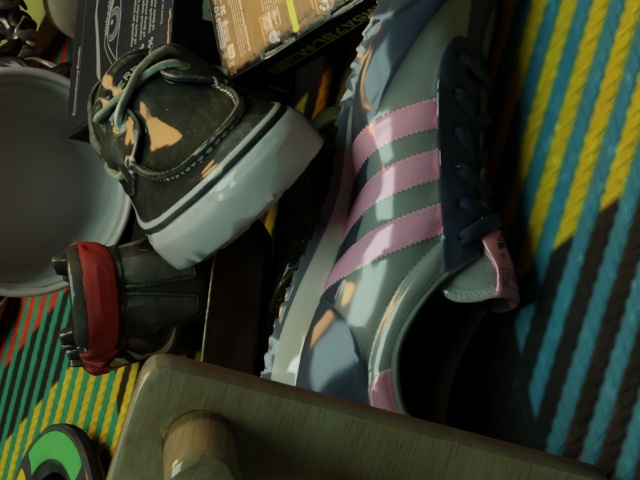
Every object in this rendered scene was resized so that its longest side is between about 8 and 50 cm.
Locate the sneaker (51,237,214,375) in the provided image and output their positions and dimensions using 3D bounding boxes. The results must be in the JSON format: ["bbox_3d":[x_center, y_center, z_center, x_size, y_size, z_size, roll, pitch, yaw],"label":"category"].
[{"bbox_3d":[-0.141,0.052,1.272,0.276,0.135,0.098,133,130,-79],"label":"sneaker"}]

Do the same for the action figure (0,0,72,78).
[{"bbox_3d":[-0.344,-0.202,1.609,0.276,0.141,0.164,50,140,33],"label":"action figure"}]

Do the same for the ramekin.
[{"bbox_3d":[-0.282,-0.053,1.453,0.109,0.207,0.207,-175,95,-69],"label":"ramekin"}]

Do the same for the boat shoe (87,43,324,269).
[{"bbox_3d":[-0.101,-0.066,1.037,0.121,0.119,0.335,-44,15,-11],"label":"boat shoe"}]

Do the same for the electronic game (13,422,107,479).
[{"bbox_3d":[-0.243,0.279,1.424,0.229,0.048,0.229,-29,55,54],"label":"electronic game"}]

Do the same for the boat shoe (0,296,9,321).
[{"bbox_3d":[-0.389,0.054,1.690,0.116,0.123,0.324,15,96,59],"label":"boat shoe"}]

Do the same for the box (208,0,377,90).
[{"bbox_3d":[-0.010,-0.227,1.110,0.184,0.045,0.191,-26,67,36],"label":"box"}]

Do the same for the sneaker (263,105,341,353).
[{"bbox_3d":[0.000,0.000,1.081,0.086,0.064,0.192,-108,27,-71],"label":"sneaker"}]

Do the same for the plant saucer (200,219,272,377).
[{"bbox_3d":[-0.058,0.066,1.113,0.198,0.036,0.199,-174,90,-89],"label":"plant saucer"}]

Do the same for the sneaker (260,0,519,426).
[{"bbox_3d":[0.073,-0.019,0.935,0.131,0.112,0.319,15,90,34],"label":"sneaker"}]

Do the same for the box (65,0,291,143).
[{"bbox_3d":[-0.115,-0.168,1.281,0.207,0.108,0.153,-22,62,57],"label":"box"}]

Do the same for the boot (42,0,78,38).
[{"bbox_3d":[-0.181,-0.272,1.470,0.161,0.083,0.246,52,127,47],"label":"boot"}]

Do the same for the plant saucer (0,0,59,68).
[{"bbox_3d":[-0.308,-0.301,1.744,0.241,0.037,0.241,-27,58,56],"label":"plant saucer"}]

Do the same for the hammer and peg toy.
[{"bbox_3d":[-0.026,0.252,0.827,0.127,0.266,0.361,-111,39,-73],"label":"hammer and peg toy"}]
